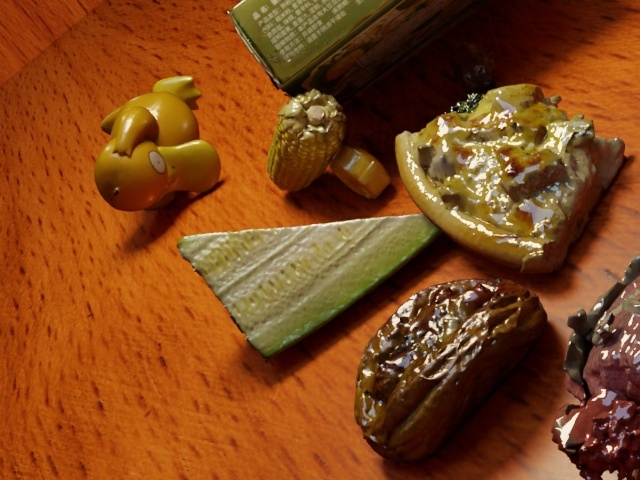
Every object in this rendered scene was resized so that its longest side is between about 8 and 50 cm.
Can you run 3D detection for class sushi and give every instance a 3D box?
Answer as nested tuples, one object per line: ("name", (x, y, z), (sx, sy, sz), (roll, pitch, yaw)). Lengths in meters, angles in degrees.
("sushi", (0.214, -0.239, 1.790), (0.060, 0.061, 0.118), (-27, 48, 5))

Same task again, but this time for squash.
("squash", (0.000, 0.000, 1.593), (0.289, 0.203, 0.111), (-40, -17, 4))

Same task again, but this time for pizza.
("pizza", (0.214, -0.090, 1.470), (0.223, 0.089, 0.323), (-37, 39, -5))

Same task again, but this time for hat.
("hat", (0.293, 0.089, 1.115), (0.286, 0.107, 0.237), (-46, 17, -25))

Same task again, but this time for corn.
("corn", (-0.024, -0.130, 1.781), (0.091, 0.091, 0.260), (-5, -12, -11))

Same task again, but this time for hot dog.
("hot dog", (0.127, 0.119, 1.293), (0.227, 0.099, 0.160), (-44, 27, -16))

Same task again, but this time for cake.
("cake", (0.054, -0.092, 1.726), (0.044, 0.084, 0.084), (-51, 28, -6))

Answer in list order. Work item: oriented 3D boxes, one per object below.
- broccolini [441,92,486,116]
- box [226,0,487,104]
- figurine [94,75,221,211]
("broccolini", (0.228, -0.107, 1.579), (0.123, 0.062, 0.271), (-39, 33, 12))
("box", (0.101, -0.357, 1.829), (0.420, 0.138, 0.373), (-37, -7, 7))
("figurine", (-0.273, -0.146, 2.104), (0.215, 0.215, 0.228), (-34, 38, 9))
